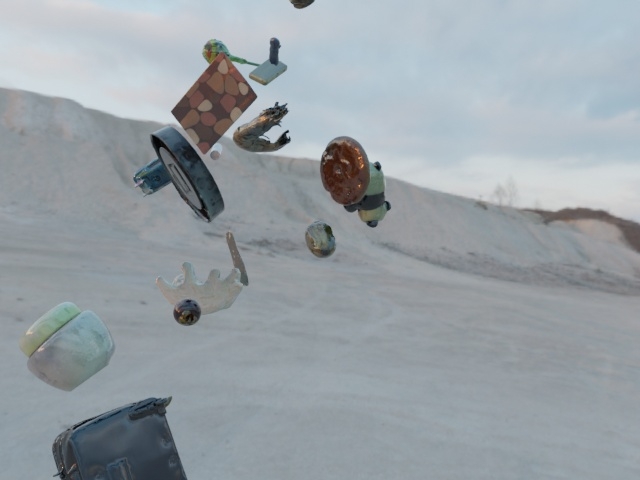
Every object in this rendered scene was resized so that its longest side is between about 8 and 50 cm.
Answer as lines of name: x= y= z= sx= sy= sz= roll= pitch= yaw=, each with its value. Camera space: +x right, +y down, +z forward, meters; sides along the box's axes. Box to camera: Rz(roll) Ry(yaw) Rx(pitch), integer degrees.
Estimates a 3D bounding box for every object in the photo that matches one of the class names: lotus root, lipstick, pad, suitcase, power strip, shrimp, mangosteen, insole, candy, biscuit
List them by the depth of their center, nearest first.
pad: x=-0.287 y=-0.362 z=1.460 sx=0.235 sy=0.158 sz=0.003 roll=-40 pitch=-4 yaw=25
suitcase: x=-0.551 y=0.647 z=1.527 sx=0.188 sy=0.345 sz=0.339 roll=-24 pitch=-7 yaw=38
mangosteen: x=-0.383 y=0.207 z=1.579 sx=0.081 sy=0.081 sz=0.081 roll=6 pitch=0 yaw=0
lotus root: x=0.000 y=0.000 z=1.654 sx=0.089 sy=0.081 sz=0.179 roll=-18 pitch=33 yaw=-1
biscuit: x=0.072 y=-0.210 z=1.661 sx=0.036 sy=0.212 sz=0.212 roll=-16 pitch=14 yaw=-40
power strip: x=-0.180 y=-0.596 z=1.927 sx=0.076 sy=0.028 sz=0.169 roll=29 pitch=47 yaw=11
candy: x=-0.277 y=-0.655 z=1.986 sx=0.305 sy=0.091 sz=0.083 roll=4 pitch=-7 yaw=-27
shrimp: x=-0.186 y=-0.388 z=1.998 sx=0.289 sy=0.075 sz=0.178 roll=-28 pitch=-42 yaw=30
lipstick: x=-0.410 y=-0.351 z=2.156 sx=0.040 sy=0.040 sz=0.141 roll=6 pitch=21 yaw=-9
insole: x=-0.357 y=0.079 z=2.351 sx=0.011 sy=0.248 sz=0.081 roll=-16 pitch=-3 yaw=-38

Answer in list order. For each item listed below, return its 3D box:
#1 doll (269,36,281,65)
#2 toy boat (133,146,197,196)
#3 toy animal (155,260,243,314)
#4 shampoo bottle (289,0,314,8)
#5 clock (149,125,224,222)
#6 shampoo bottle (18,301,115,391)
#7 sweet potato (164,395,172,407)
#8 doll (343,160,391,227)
doll: x=-0.152 y=-0.621 z=1.806 sx=0.037 sy=0.027 sz=0.125 roll=25 pitch=-23 yaw=4
toy boat: x=-0.662 y=-0.301 z=2.384 sx=0.134 sy=0.298 sz=0.092 roll=56 pitch=1 yaw=-37
toy animal: x=-0.479 y=0.201 z=2.300 sx=0.308 sy=0.266 sz=0.188 roll=-35 pitch=-15 yaw=-11
shampoo bottle: x=-0.123 y=-0.732 z=1.349 sx=0.125 sy=0.084 sz=0.350 roll=-18 pitch=-40 yaw=21
clock: x=-0.415 y=-0.205 z=1.712 sx=0.067 sy=0.325 sz=0.325 roll=-35 pitch=15 yaw=-18
shampoo bottle: x=-1.013 y=0.432 z=2.220 sx=0.317 sy=0.322 sz=0.322 roll=45 pitch=-6 yaw=-7
sweet potato: x=-0.550 y=0.563 z=1.796 sx=0.153 sy=0.038 sz=0.041 roll=-42 pitch=7 yaw=-23
doll: x=0.160 y=-0.163 z=1.883 sx=0.135 sy=0.234 sz=0.143 roll=17 pitch=35 yaw=40
